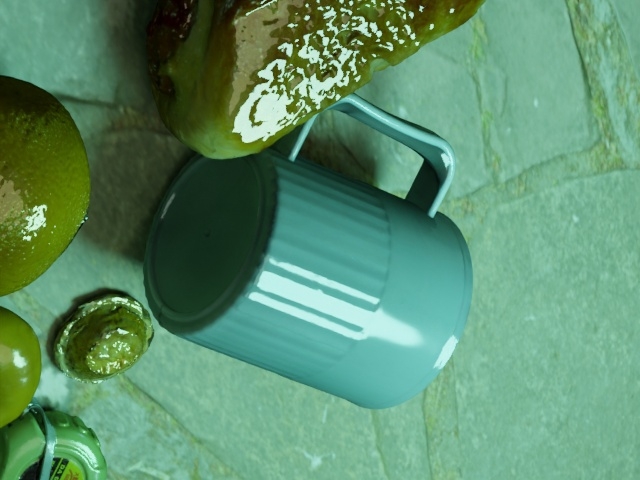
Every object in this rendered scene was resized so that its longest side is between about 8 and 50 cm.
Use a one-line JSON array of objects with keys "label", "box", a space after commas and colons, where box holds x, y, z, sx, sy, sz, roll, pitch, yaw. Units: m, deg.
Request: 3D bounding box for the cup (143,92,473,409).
[{"label": "cup", "box": [0.003, 0.017, 1.821, 0.311, 0.257, 0.331, 22, 129, -38]}]

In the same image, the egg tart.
[{"label": "egg tart", "box": [-0.254, 0.125, 1.877, 0.128, 0.049, 0.129, -16, 127, -23]}]

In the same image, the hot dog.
[{"label": "hot dog", "box": [-0.017, -0.274, 1.694, 0.405, 0.185, 0.223, -33, 132, -11]}]

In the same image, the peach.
[{"label": "peach", "box": [-0.403, 0.149, 1.760, 0.179, 0.103, 0.179, -17, 128, -23]}]

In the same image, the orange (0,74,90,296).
[{"label": "orange", "box": [-0.343, -0.056, 1.598, 0.236, 0.236, 0.236, -16, 125, -24]}]

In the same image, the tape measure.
[{"label": "tape measure", "box": [-0.337, 0.279, 1.889, 0.154, 0.087, 0.178, 16, 107, -25]}]
